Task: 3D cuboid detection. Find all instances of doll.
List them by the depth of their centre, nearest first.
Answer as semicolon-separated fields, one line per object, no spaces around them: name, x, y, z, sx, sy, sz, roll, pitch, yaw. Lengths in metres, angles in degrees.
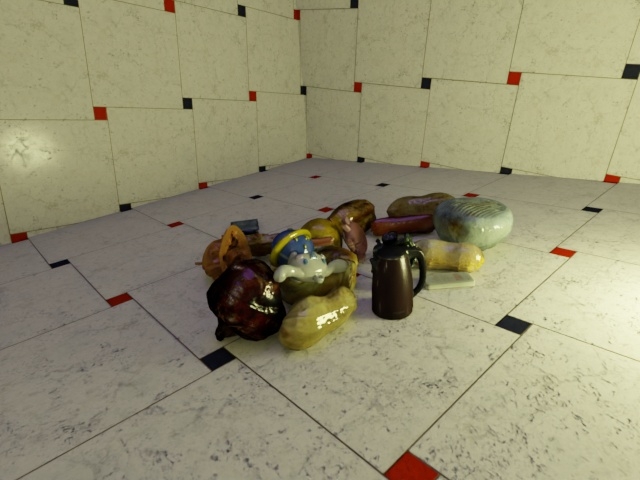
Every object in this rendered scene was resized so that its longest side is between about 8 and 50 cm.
doll;-0.093;0.076;1.386;0.243;0.160;0.311;50;31;14
doll;0.153;-0.007;1.840;0.093;0.211;0.262;-23;9;16

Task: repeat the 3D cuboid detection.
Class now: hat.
hat;-0.457;0.076;1.788;0.233;0.245;0.233;-10;10;24

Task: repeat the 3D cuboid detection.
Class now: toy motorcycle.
toy motorcycle;0.281;0.077;1.654;0.205;0.127;0.275;-12;38;42

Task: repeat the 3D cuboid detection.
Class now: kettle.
kettle;0.268;0.134;1.417;0.201;0.232;0.144;-6;22;-4

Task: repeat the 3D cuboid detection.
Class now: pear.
pear;0.000;0.000;1.865;0.208;0.209;0.209;-4;22;2

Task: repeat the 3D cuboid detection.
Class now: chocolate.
chocolate;0.509;0.063;1.698;0.309;0.134;0.134;6;24;19

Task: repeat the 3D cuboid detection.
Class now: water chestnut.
water chestnut;-0.247;0.197;1.347;0.244;0.289;0.289;-14;23;-10

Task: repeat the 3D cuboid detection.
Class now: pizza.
pizza;-0.297;0.018;1.918;0.296;0.189;0.071;-6;66;-9

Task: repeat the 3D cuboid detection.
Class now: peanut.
peanut;-0.007;0.237;1.339;0.318;0.148;0.147;-27;30;-37
peanut;0.548;-0.168;2.209;0.386;0.170;0.192;-2;16;7

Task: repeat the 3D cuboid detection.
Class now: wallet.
wallet;-0.437;-0.074;2.362;0.167;0.036;0.222;-9;20;-8

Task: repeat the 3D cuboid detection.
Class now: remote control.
remote control;0.488;0.155;1.593;0.189;0.029;0.087;-5;21;0

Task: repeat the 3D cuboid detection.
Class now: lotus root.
lotus root;0.147;-0.112;2.148;0.290;0.193;0.193;-24;29;-33

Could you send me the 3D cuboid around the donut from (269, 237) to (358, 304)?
donut;-0.027;0.116;1.617;0.359;0.170;0.360;-3;23;1

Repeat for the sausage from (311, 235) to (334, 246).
sausage;-0.015;0.007;1.621;0.146;0.030;0.035;-7;29;-13

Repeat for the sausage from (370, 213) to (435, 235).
sausage;0.419;-0.079;2.102;0.330;0.102;0.102;-4;22;3

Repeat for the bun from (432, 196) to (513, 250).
bun;0.687;-0.070;1.875;0.361;0.212;0.362;-3;19;1
